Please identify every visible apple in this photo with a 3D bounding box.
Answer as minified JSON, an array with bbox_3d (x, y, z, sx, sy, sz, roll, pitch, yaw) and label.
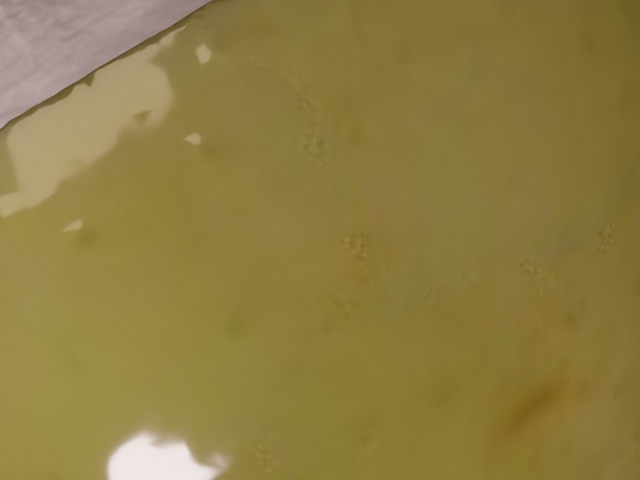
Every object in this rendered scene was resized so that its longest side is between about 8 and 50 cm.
[{"bbox_3d":[0.000,0.000,0.529,0.360,0.311,0.320,-29,36,-25],"label":"apple"}]
